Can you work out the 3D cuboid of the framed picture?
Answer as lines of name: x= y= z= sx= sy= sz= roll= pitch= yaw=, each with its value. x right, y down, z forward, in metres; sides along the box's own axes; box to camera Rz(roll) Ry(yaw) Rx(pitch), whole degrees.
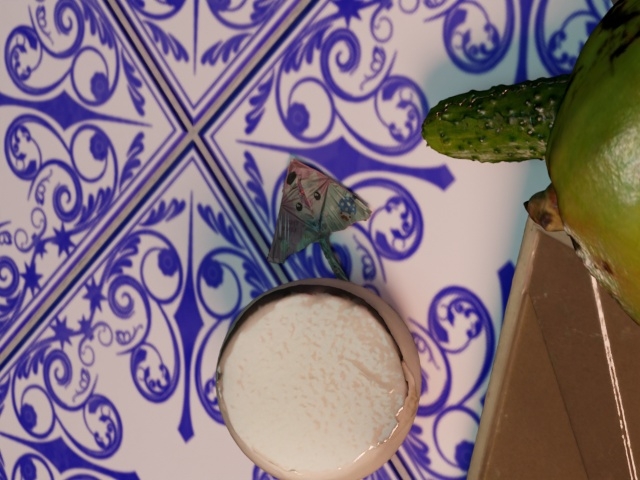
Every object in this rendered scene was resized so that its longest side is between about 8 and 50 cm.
framed picture: x=0.218 y=0.162 z=1.308 sx=0.240 sy=0.020 sz=0.324 roll=31 pitch=126 yaw=34

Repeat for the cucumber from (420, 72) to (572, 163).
cucumber: x=0.158 y=-0.090 z=1.325 sx=0.227 sy=0.069 sz=0.069 roll=-3 pitch=96 yaw=45

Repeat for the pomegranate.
pomegranate: x=0.296 y=-0.072 z=1.100 sx=0.341 sy=0.260 sz=0.260 roll=-32 pitch=74 yaw=11

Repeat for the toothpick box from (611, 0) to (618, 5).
toothpick box: x=0.225 y=-0.236 z=1.214 sx=0.098 sy=0.098 sz=0.149 roll=-28 pitch=79 yaw=41

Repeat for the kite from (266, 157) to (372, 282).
kite: x=0.000 y=0.000 z=1.515 sx=0.137 sy=0.005 sz=0.152 roll=-25 pitch=82 yaw=43

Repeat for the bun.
bun: x=0.001 y=0.116 z=1.457 sx=0.173 sy=0.120 sz=0.172 roll=-1 pitch=87 yaw=11
